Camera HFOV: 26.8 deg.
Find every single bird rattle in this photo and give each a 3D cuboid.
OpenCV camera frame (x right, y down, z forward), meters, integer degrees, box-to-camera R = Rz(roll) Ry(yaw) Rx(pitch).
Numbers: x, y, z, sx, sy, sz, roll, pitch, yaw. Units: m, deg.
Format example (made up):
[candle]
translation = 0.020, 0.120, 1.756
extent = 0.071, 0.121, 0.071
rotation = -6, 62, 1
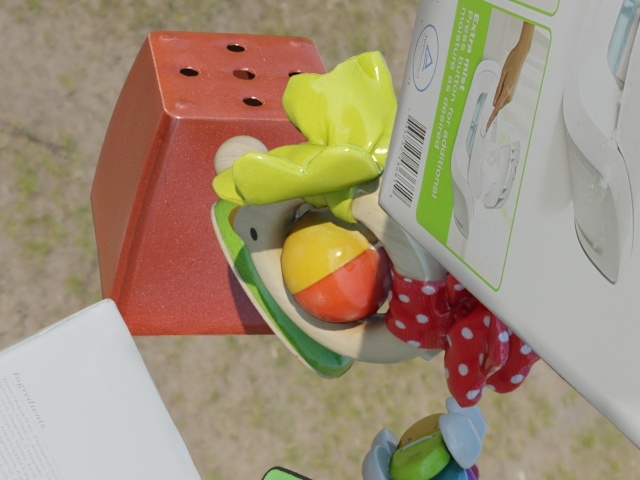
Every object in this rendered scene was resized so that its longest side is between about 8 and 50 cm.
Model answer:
[bird rattle]
translation = 0.040, 0.008, 0.907
extent = 0.253, 0.207, 0.143
rotation = 47, 54, -11

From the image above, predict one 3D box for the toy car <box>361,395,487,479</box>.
[toy car]
translation = 0.150, 0.297, 1.756
extent = 0.136, 0.159, 0.182
rotation = 62, 14, -3

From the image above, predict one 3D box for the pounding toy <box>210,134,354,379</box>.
[pounding toy]
translation = 0.000, 0.000, 1.158
extent = 0.183, 0.110, 0.237
rotation = 50, 12, -31

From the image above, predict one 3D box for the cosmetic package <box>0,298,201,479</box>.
[cosmetic package]
translation = -0.229, 0.158, 0.775
extent = 0.138, 0.224, 0.225
rotation = 63, 24, -3

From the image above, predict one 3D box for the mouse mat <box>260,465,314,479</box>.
[mouse mat]
translation = -0.041, 0.285, 1.110
extent = 0.007, 0.153, 0.189
rotation = 44, 70, -38

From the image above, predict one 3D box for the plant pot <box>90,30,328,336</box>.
[plant pot]
translation = -0.092, -0.074, 1.408
extent = 0.267, 0.267, 0.235
rotation = -109, -155, -52

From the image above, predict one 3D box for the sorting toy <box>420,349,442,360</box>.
[sorting toy]
translation = 0.119, 0.100, 1.380
extent = 0.083, 0.062, 0.012
rotation = 33, 43, -14

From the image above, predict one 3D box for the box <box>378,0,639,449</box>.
[box]
translation = 0.127, -0.092, 0.371
extent = 0.231, 0.127, 0.262
rotation = -133, -128, -65
